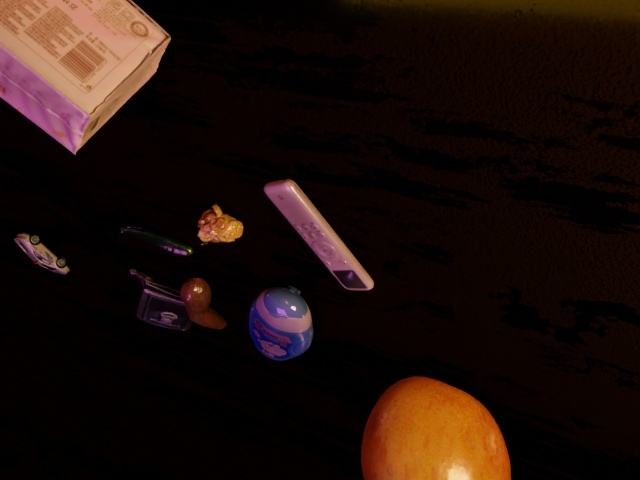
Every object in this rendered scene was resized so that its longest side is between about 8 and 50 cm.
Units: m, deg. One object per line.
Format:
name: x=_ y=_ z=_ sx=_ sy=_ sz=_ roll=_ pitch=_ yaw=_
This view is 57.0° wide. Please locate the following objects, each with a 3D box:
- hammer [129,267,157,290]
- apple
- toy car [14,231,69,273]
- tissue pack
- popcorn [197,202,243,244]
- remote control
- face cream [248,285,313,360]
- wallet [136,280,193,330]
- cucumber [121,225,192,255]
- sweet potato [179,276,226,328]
hammer: x=-0.480 y=0.142 z=1.638 sx=0.078 sy=0.021 sz=0.201 roll=27 pitch=150 yaw=8
apple: x=0.229 y=0.427 z=1.191 sx=0.299 sy=0.275 sz=0.299 roll=11 pitch=147 yaw=8
toy car: x=-0.850 y=0.047 z=1.799 sx=0.093 sy=0.058 sz=0.186 roll=-5 pitch=134 yaw=43
tissue pack: x=-0.339 y=-0.260 z=0.747 sx=0.225 sy=0.185 sz=0.124 roll=39 pitch=146 yaw=-15
popcorn: x=-0.192 y=-0.018 z=1.081 sx=0.084 sy=0.084 sz=0.084 roll=23 pitch=149 yaw=15
remote control: x=0.000 y=0.000 z=0.980 sx=0.067 sy=0.029 sz=0.261 roll=-3 pitch=136 yaw=45
face cream: x=-0.083 y=0.177 z=1.268 sx=0.149 sy=0.083 sz=0.264 roll=25 pitch=149 yaw=5
wallet: x=-0.413 y=0.186 z=1.599 sx=0.160 sy=0.055 sz=0.236 roll=20 pitch=152 yaw=-13
cucumber: x=-0.361 y=-0.003 z=1.305 sx=0.184 sy=0.033 sz=0.036 roll=19 pitch=123 yaw=20
sweet potato: x=-0.295 y=0.164 z=1.458 sx=0.081 sy=0.062 sz=0.233 roll=4 pitch=146 yaw=9
